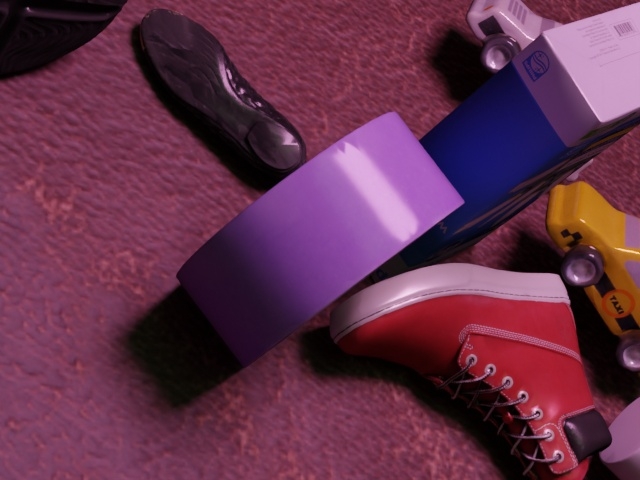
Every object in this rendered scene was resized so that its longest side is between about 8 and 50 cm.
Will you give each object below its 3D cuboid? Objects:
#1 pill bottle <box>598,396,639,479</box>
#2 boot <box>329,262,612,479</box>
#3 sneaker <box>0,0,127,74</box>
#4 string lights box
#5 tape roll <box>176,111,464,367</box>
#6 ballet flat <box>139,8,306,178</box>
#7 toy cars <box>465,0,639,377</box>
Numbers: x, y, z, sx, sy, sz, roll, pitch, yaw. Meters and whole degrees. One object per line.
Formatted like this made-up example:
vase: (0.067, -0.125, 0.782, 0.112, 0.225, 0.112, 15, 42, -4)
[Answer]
pill bottle: (0.323, 0.213, 0.993, 0.193, 0.108, 0.108, 43, 47, -6)
boot: (0.124, 0.114, 0.928, 0.244, 0.088, 0.176, 3, 63, -39)
sneaker: (-0.333, -0.255, 0.763, 0.447, 0.169, 0.257, 0, 57, -42)
string lights box: (0.139, -0.067, 0.926, 0.133, 0.260, 0.077, -23, 77, -42)
tape roll: (0.000, 0.000, 0.833, 0.080, 0.189, 0.189, 52, 46, 3)
ballet flat: (-0.080, -0.110, 0.953, 0.057, 0.049, 0.173, -42, 87, -11)
toy cars: (0.243, -0.064, 1.084, 0.176, 0.087, 0.393, 19, 48, -56)
